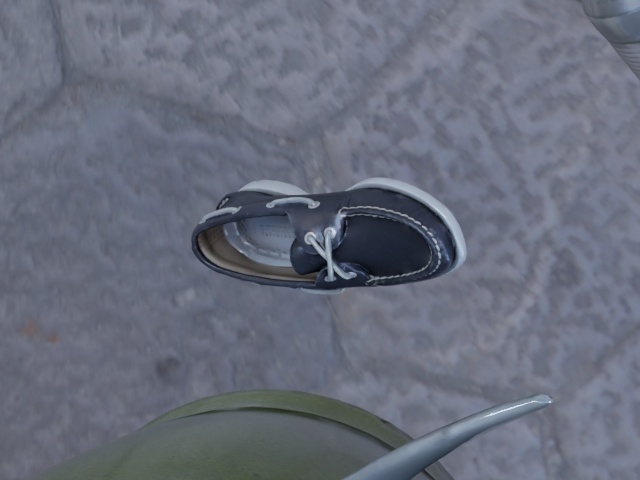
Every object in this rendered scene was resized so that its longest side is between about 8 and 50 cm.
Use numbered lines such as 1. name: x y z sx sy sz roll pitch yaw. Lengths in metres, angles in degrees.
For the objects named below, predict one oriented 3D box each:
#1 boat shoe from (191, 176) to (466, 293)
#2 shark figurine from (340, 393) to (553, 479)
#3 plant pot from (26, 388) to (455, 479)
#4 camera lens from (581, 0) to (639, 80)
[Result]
1. boat shoe: 0.000 0.000 0.602 0.038 0.125 0.046 -34 121 -38
2. shark figurine: 0.044 0.155 0.389 0.116 0.166 0.278 -16 103 -2
3. plant pot: -0.042 0.228 0.657 0.366 0.353 0.366 1 102 6
4. camera lens: 0.275 -0.099 0.727 0.219 0.219 0.274 -41 102 6
